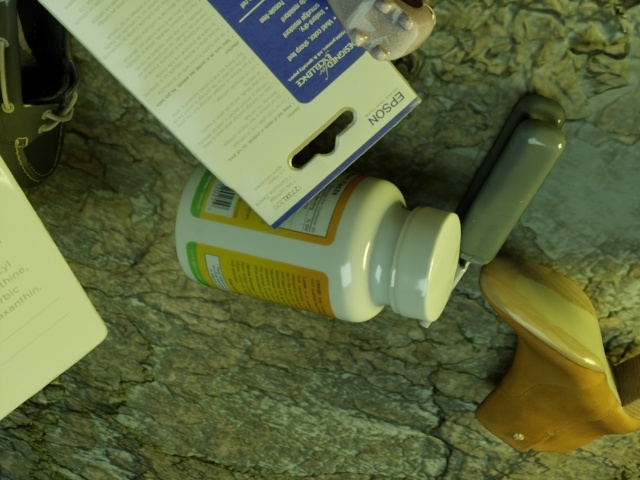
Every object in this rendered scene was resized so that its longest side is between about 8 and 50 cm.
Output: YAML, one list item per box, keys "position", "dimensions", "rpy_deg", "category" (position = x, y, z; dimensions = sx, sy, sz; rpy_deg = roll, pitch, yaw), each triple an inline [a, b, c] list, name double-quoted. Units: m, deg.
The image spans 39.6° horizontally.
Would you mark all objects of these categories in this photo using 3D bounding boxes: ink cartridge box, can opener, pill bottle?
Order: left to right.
- position: [-0.098, -0.191, 0.707]
  dimensions: [0.176, 0.069, 0.371]
  rpy_deg: [-41, 115, 6]
  category: "ink cartridge box"
- position: [0.000, 0.000, 0.838]
  dimensions: [0.246, 0.136, 0.136]
  rpy_deg: [13, 137, 21]
  category: "pill bottle"
- position: [0.131, -0.023, 0.854]
  dimensions: [0.095, 0.076, 0.283]
  rpy_deg: [19, 135, -4]
  category: "can opener"

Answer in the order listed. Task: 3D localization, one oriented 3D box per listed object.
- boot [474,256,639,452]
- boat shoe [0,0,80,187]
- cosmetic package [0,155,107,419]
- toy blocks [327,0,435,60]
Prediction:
- position: [0.233, 0.148, 0.975]
  dimensions: [0.295, 0.104, 0.211]
  rpy_deg: [29, 134, -19]
  category: "boot"
- position: [-0.263, -0.175, 0.790]
  dimensions: [0.096, 0.112, 0.335]
  rpy_deg: [12, 132, 11]
  category: "boat shoe"
- position: [-0.460, -0.014, 0.767]
  dimensions: [0.329, 0.327, 0.393]
  rpy_deg: [30, 150, 42]
  category: "cosmetic package"
- position: [0.023, -0.245, 0.487]
  dimensions: [0.289, 0.260, 0.309]
  rpy_deg: [28, 125, -20]
  category: "toy blocks"
